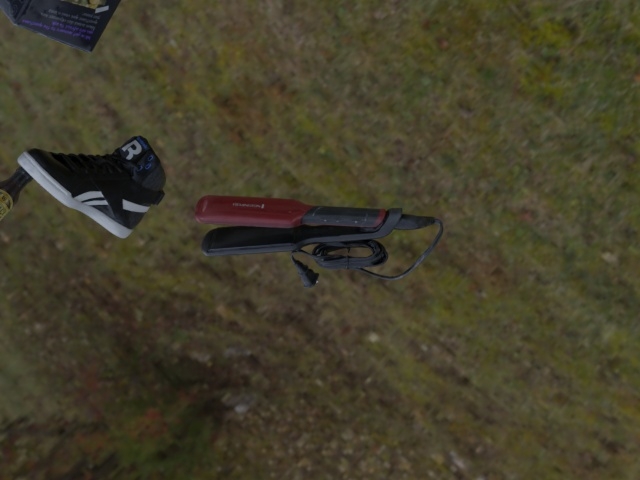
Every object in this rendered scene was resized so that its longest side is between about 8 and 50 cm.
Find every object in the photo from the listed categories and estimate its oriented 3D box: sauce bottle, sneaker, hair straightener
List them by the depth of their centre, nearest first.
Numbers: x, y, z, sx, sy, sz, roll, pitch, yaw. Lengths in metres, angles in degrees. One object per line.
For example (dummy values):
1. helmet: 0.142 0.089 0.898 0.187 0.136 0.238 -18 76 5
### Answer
1. hair straightener: 0.000 0.000 1.095 0.230 0.047 0.089 -1 128 3
2. sneaker: -0.273 -0.094 1.443 0.079 0.121 0.217 42 -179 31
3. sauce bottle: -0.452 -0.053 1.622 0.042 0.128 0.042 27 152 16

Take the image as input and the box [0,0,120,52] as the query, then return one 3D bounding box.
1. box: -0.356 -0.440 1.690 0.270 0.143 0.165 -55 51 16
